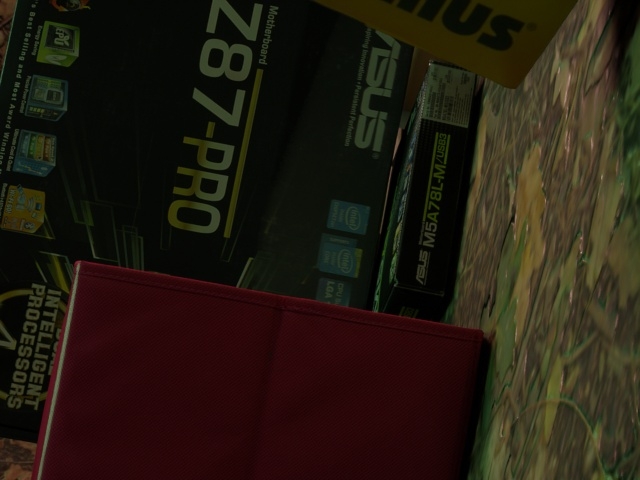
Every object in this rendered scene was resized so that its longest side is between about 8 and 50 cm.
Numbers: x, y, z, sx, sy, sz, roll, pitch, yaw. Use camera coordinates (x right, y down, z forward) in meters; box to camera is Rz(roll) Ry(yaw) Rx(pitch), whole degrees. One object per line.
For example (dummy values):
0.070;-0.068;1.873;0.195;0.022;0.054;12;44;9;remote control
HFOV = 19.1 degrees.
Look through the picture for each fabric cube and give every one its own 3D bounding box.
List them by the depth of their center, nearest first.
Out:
-0.054;0.163;1.237;0.254;0.259;0.258;146;134;-83;fabric cube

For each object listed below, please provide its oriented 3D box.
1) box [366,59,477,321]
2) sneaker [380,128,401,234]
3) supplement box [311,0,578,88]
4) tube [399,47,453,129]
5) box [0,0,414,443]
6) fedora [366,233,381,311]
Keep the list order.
0.073;-0.013;1.457;0.184;0.045;0.191;113;168;-66;box
-0.019;-0.011;1.873;0.108;0.169;0.292;109;173;-74;sneaker
0.067;-0.284;1.001;0.356;0.194;0.195;-82;19;-49;supplement box
0.102;-0.213;1.602;0.062;0.070;0.240;28;-107;-48;tube
-0.111;-0.018;1.499;0.097;0.318;0.395;105;177;-83;box
-0.062;0.124;1.683;0.334;0.152;0.334;24;-90;-81;fedora
